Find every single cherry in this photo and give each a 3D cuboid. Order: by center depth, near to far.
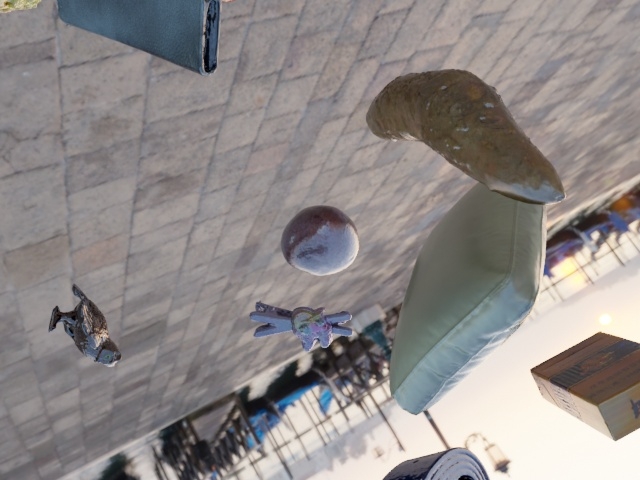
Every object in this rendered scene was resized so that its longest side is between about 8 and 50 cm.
[{"bbox_3d":[0.000,0.000,1.707,0.213,0.184,0.266,-1,160,-15],"label":"cherry"}]

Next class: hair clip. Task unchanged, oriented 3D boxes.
[{"bbox_3d":[-0.058,0.215,1.570,0.278,0.137,0.090,5,-154,24],"label":"hair clip"}]

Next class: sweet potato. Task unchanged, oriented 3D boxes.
[{"bbox_3d":[0.143,-0.135,0.689,0.092,0.341,0.114,-26,119,-13],"label":"sweet potato"}]

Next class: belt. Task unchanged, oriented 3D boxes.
[{"bbox_3d":[0.172,0.483,1.002,0.117,0.212,0.347,-29,-177,35],"label":"belt"}]

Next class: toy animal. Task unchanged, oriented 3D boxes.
[{"bbox_3d":[-0.501,0.190,1.369,0.218,0.179,0.116,-30,-154,56],"label":"toy animal"}]

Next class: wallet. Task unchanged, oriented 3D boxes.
[{"bbox_3d":[-0.298,-0.395,0.980,0.046,0.379,0.191,-32,138,-44],"label":"wallet"}]

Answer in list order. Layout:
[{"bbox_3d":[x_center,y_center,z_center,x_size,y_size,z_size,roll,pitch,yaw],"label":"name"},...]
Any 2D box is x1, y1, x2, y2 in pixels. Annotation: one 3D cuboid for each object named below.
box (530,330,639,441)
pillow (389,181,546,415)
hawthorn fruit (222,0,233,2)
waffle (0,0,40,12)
[{"bbox_3d":[0.455,0.220,0.987,0.152,0.070,0.237,-27,180,-4],"label":"box"},{"bbox_3d":[0.193,0.047,0.809,0.255,0.119,0.322,-55,-178,39],"label":"pillow"},{"bbox_3d":[-0.241,-0.696,1.416,0.311,0.295,0.295,-28,166,18],"label":"hawthorn fruit"},{"bbox_3d":[-0.717,-0.485,1.276,0.262,0.060,0.280,-12,-158,-2],"label":"waffle"}]
